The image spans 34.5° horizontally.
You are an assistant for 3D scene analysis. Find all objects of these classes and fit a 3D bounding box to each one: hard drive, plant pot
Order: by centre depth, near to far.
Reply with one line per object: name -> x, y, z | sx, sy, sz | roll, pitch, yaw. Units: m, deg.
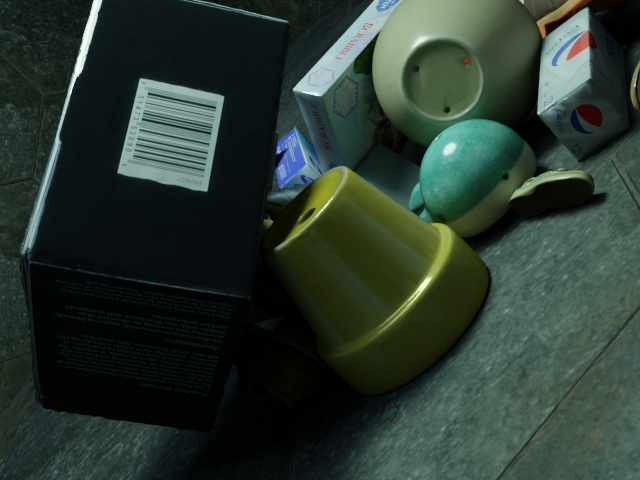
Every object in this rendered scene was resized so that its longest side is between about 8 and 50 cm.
plant pot -> 0.056, 0.039, 1.389 | 0.254, 0.239, 0.254 | -41, 17, 16
plant pot -> 0.205, -0.262, 1.616 | 0.284, 0.284, 0.191 | -38, 4, 22
hard drive -> 0.129, -0.098, 1.763 | 0.094, 0.135, 0.022 | -51, -19, -20

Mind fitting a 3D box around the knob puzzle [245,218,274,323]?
knob puzzle -> -0.088, 0.051, 1.870 | 0.213, 0.213, 0.030 | -49, -8, -12

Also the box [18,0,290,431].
box -> -0.244, -0.032, 1.547 | 0.471, 0.297, 0.479 | 114, 165, -57

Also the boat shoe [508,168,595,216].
boat shoe -> 0.310, -0.071, 1.366 | 0.048, 0.056, 0.153 | -57, 12, -23

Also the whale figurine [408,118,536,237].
whale figurine -> 0.201, -0.100, 1.549 | 0.216, 0.141, 0.272 | -49, 14, -11

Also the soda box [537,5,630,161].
soda box -> 0.385, -0.237, 1.512 | 0.091, 0.098, 0.286 | -35, 18, 30

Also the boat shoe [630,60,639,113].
boat shoe -> 0.479, -0.245, 1.341 | 0.207, 0.073, 0.073 | -52, 15, -23

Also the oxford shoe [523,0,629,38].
oxford shoe -> 0.420, -0.426, 1.674 | 0.130, 0.132, 0.364 | -13, -6, -19

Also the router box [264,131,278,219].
router box -> -0.160, -0.039, 2.074 | 0.243, 0.081, 0.308 | 114, 166, -51

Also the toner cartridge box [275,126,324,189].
toner cartridge box -> -0.011, -0.115, 2.074 | 0.075, 0.165, 0.348 | -43, 17, 8

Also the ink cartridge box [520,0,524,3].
ink cartridge box -> 0.455, -0.494, 2.007 | 0.134, 0.078, 0.231 | -31, 21, 37

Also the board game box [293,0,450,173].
board game box -> 0.106, -0.243, 1.844 | 0.066, 0.318, 0.318 | 19, 57, 34

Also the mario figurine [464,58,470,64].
mario figurine -> 0.236, -0.407, 2.058 | 0.321, 0.170, 0.198 | 13, 57, 45

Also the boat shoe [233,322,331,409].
boat shoe -> -0.088, 0.197, 1.582 | 0.104, 0.111, 0.307 | -57, 13, -17

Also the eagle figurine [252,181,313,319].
eagle figurine -> -0.008, -0.008, 1.713 | 0.226, 0.225, 0.298 | -36, 2, -22
